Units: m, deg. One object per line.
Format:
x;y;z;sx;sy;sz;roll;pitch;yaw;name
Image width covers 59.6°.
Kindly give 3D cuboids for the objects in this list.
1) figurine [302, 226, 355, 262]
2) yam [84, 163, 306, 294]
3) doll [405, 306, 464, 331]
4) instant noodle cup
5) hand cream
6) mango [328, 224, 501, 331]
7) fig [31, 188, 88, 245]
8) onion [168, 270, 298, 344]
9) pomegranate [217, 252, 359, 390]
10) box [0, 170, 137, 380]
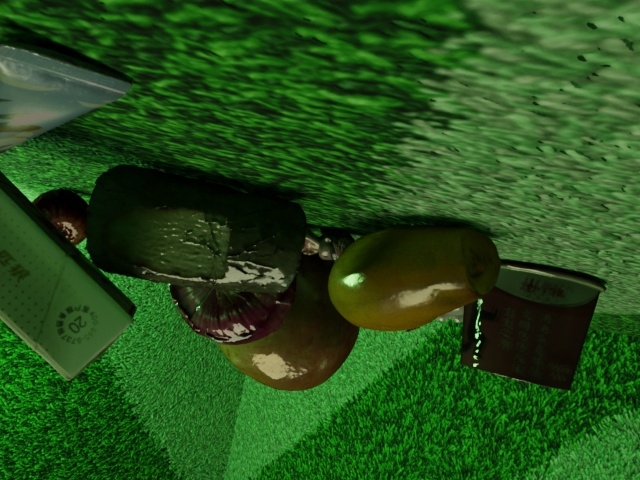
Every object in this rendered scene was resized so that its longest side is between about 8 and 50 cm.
0.000;0.000;0.920;0.129;0.054;0.072;17;161;20;figurine
-0.154;-0.008;0.717;0.254;0.154;0.154;8;174;-8;yam
0.239;0.135;1.223;0.207;0.144;0.271;1;168;5;doll
0.341;0.141;0.944;0.234;0.179;0.235;13;175;1;instant noodle cup
-0.250;-0.110;0.451;0.255;0.055;0.088;-5;168;44;hand cream
0.110;0.054;0.790;0.186;0.144;0.359;-4;169;-11;mango
-0.520;-0.054;1.132;0.128;0.151;0.129;11;139;10;fig
-0.147;0.070;0.988;0.229;0.230;0.163;10;168;10;onion
-0.066;0.142;1.193;0.337;0.339;0.338;11;173;1;pomegranate
-0.358;0.000;0.638;0.330;0.095;0.210;49;166;-8;box
